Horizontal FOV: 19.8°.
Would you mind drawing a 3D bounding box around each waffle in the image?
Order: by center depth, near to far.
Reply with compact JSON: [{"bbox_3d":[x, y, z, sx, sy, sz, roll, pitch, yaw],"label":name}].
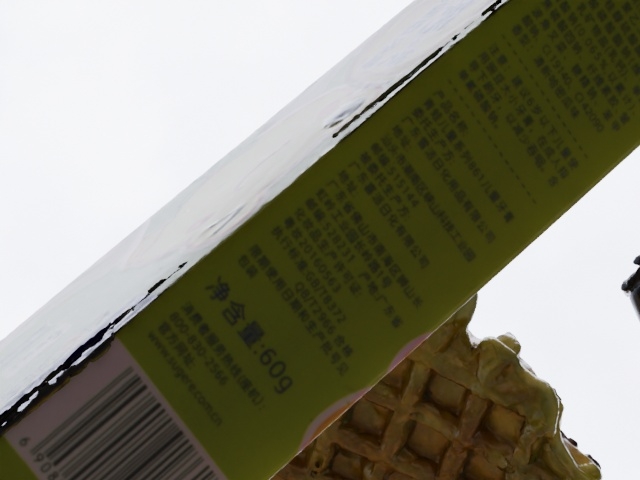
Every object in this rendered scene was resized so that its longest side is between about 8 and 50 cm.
[{"bbox_3d":[0.038,0.134,1.061,0.243,0.059,0.238,-17,-72,24],"label":"waffle"}]

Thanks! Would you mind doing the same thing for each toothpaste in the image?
[{"bbox_3d":[0.000,0.000,0.669,0.327,0.110,0.077,-41,-76,-18],"label":"toothpaste"}]

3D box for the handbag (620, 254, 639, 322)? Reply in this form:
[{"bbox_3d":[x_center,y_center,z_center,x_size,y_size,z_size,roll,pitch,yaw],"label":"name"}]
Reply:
[{"bbox_3d":[0.331,0.059,1.099,0.223,0.080,0.247,-37,-111,12],"label":"handbag"}]
